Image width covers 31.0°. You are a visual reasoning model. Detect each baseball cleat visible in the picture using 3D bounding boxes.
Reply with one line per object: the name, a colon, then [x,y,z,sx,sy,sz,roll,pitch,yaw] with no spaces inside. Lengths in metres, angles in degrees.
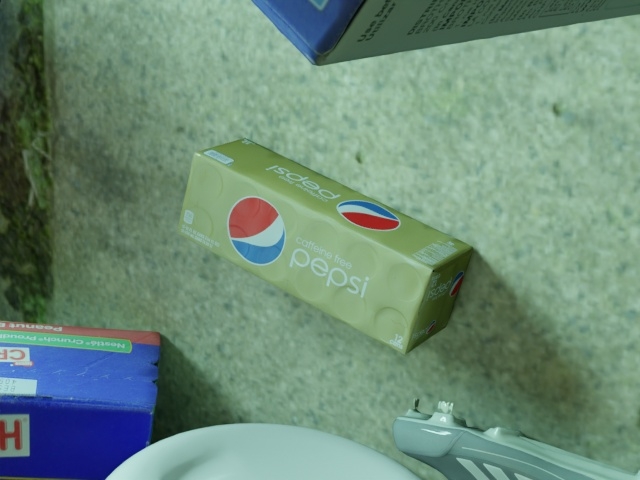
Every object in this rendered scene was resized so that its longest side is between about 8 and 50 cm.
baseball cleat: [0.126,0.165,0.677,0.205,0.072,0.110,12,84,30]

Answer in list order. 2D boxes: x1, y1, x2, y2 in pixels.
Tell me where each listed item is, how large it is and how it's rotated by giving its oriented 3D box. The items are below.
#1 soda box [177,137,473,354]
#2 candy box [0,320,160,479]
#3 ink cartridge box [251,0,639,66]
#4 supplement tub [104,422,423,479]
soda box: [0.000,0.000,0.732,0.181,0.058,0.061,27,117,24]
candy box: [-0.267,0.218,0.847,0.268,0.122,0.317,6,114,-11]
ink cartridge box: [0.092,-0.215,0.404,0.151,0.395,0.270,46,123,14]
supplement tub: [-0.044,0.313,0.740,0.241,0.241,0.331,20,114,27]
